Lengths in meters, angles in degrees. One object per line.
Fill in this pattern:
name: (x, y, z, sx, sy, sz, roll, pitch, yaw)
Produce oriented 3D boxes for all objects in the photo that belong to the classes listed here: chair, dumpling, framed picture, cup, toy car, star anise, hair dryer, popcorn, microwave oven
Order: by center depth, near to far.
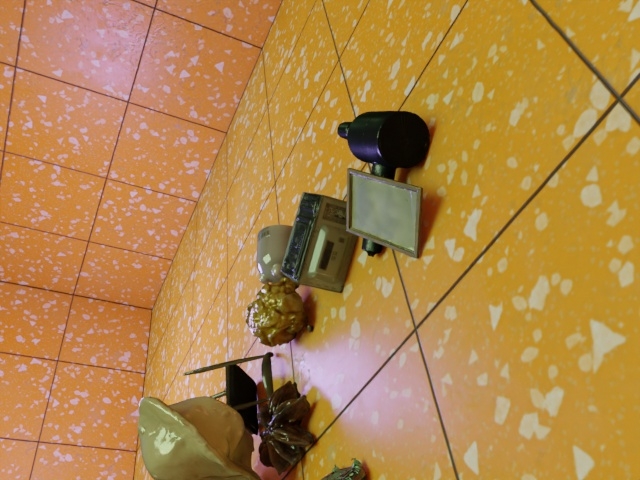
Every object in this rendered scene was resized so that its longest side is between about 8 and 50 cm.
toy car: (0.035, 0.457, 1.118, 0.055, 0.069, 0.142, 56, 143, 8)
framed picture: (0.119, -0.057, 1.152, 0.201, 0.010, 0.135, 23, 120, 47)
hair dryer: (0.108, -0.123, 1.267, 0.244, 0.116, 0.302, -150, 69, -70)
star anise: (-0.089, 0.444, 1.395, 0.229, 0.093, 0.236, 45, 122, 59)
microwave oven: (0.000, 0.000, 1.402, 0.162, 0.123, 0.208, -158, 83, -69)
dumpling: (-0.258, 0.516, 1.409, 0.316, 0.395, 0.233, 19, 59, 43)
popcorn: (-0.114, 0.182, 1.529, 0.194, 0.140, 0.163, -45, 54, 56)
cup: (-0.117, 0.058, 1.633, 0.173, 0.134, 0.141, -41, 42, 52)
chair: (-0.223, 0.433, 1.643, 0.272, 0.166, 0.188, -21, 44, 12)
